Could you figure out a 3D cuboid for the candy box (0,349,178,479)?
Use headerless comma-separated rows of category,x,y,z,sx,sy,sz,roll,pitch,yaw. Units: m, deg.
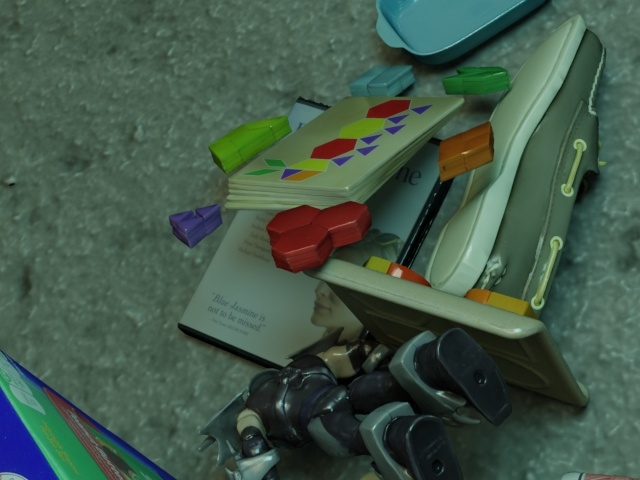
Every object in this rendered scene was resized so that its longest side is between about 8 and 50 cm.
candy box,-0.124,0.234,0.856,0.122,0.317,0.268,-43,45,-4

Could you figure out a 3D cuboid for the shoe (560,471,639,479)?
shoe,0.215,0.256,0.971,0.081,0.063,0.178,-4,61,24

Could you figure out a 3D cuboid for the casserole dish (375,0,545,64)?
casserole dish,0.141,-0.229,1.239,0.188,0.037,0.114,-32,51,-1

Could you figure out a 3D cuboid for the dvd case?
dvd case,0.000,0.000,1.204,0.180,0.022,0.253,19,74,28

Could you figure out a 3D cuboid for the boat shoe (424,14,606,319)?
boat shoe,0.183,-0.058,1.118,0.091,0.109,0.305,32,62,-10

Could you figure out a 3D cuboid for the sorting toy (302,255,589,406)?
sorting toy,0.102,0.063,1.022,0.193,0.208,0.038,17,78,28

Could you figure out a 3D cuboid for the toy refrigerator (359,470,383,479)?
toy refrigerator,-0.014,0.316,1.020,0.269,0.094,0.102,-43,51,-2

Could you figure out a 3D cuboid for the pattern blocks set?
pattern blocks set,0.019,-0.072,1.109,0.325,0.026,0.285,-34,29,-31

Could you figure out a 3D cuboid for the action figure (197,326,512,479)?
action figure,0.018,0.136,1.018,0.185,0.099,0.285,-46,20,-25
